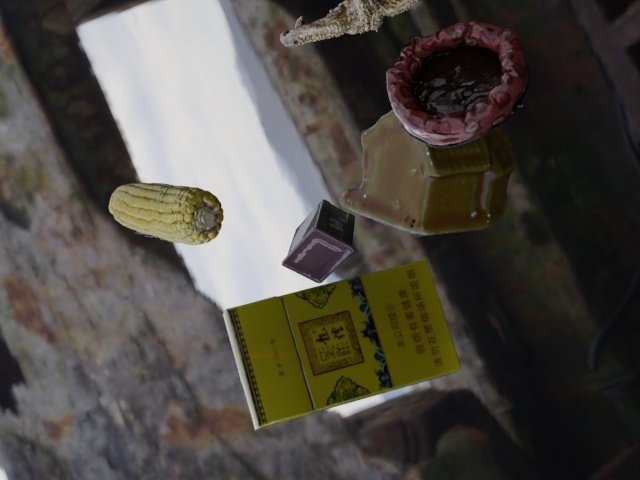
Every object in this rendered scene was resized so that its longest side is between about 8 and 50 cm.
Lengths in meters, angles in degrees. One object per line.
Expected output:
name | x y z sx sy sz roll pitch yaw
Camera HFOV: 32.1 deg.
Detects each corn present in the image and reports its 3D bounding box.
corn | -0.188 -0.035 1.332 0.203 0.072 0.072 10 129 50

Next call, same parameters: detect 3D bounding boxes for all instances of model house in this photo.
model house | 0.199 -0.141 1.835 0.173 0.268 0.239 40 130 48

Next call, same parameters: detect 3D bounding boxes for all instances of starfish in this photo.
starfish | 0.051 -0.326 1.579 0.071 0.238 0.216 64 -159 -6

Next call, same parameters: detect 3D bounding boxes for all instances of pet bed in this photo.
pet bed | 0.179 -0.207 1.449 0.053 0.201 0.201 51 -166 -49

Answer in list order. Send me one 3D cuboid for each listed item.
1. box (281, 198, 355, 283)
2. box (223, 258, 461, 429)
box | 0.000 0.000 1.356 0.060 0.085 0.063 26 -135 -17
box | 0.029 0.129 1.410 0.041 0.279 0.153 135 121 -69
